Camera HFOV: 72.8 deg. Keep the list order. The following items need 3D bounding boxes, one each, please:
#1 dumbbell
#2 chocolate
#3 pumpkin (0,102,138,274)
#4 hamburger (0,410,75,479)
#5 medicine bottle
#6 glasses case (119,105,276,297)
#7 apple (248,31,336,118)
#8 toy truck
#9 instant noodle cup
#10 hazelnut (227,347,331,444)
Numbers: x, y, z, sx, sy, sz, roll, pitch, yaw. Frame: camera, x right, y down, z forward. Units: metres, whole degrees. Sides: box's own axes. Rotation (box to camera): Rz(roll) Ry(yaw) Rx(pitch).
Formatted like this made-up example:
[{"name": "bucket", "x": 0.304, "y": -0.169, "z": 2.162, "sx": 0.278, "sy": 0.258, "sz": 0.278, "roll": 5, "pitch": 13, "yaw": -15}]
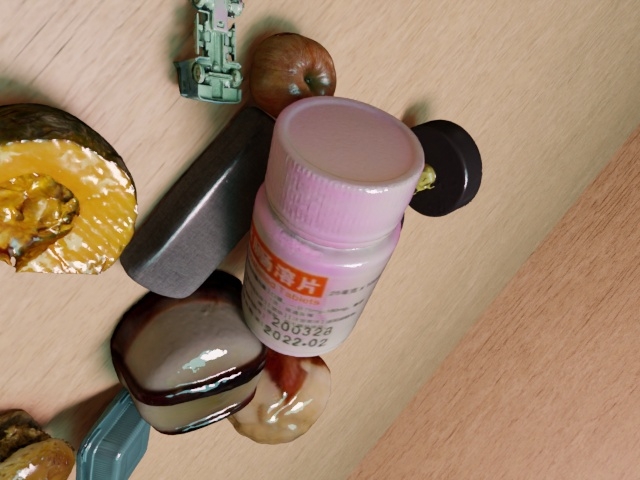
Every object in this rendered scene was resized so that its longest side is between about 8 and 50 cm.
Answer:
[{"name": "dumbbell", "x": 0.156, "y": -0.112, "z": 0.880, "sx": 0.322, "sy": 0.203, "sz": 0.204, "roll": -25, "pitch": 137, "yaw": -32}, {"name": "chocolate", "x": -0.213, "y": 0.218, "z": 0.784, "sx": 0.283, "sy": 0.186, "sz": 0.284, "roll": -29, "pitch": 140, "yaw": -29}, {"name": "pumpkin", "x": -0.344, "y": -0.020, "z": 0.472, "sx": 0.280, "sy": 0.139, "sz": 0.190, "roll": -41, "pitch": 143, "yaw": -12}, {"name": "hamburger", "x": -0.461, "y": 0.362, "z": 0.656, "sx": 0.159, "sy": 0.131, "sz": 0.185, "roll": -45, "pitch": 148, "yaw": -49}, {"name": "medicine bottle", "x": 0.000, "y": 0.000, "z": 0.672, "sx": 0.219, "sy": 0.219, "sz": 0.388, "roll": -24, "pitch": 150, "yaw": -32}, {"name": "glasses case", "x": -0.166, "y": -0.054, "z": 0.688, "sx": 0.323, "sy": 0.074, "sz": 0.131, "roll": -50, "pitch": 146, "yaw": -2}, {"name": "apple", "x": -0.041, "y": -0.234, "z": 0.636, "sx": 0.126, "sy": 0.102, "sz": 0.126, "roll": -18, "pitch": 118, "yaw": -39}, {"name": "toy truck", "x": -0.143, "y": -0.263, "z": 0.545, "sx": 0.067, "sy": 0.081, "sz": 0.175, "roll": -11, "pitch": 110, "yaw": -43}, {"name": "instant noodle cup", "x": -0.368, "y": 0.376, "z": 0.790, "sx": 0.157, "sy": 0.070, "sz": 0.179, "roll": -67, "pitch": 177, "yaw": -63}, {"name": "hazelnut", "x": -0.109, "y": 0.337, "z": 0.999, "sx": 0.260, "sy": 0.241, "sz": 0.261, "roll": -6, "pitch": 113, "yaw": -15}]
